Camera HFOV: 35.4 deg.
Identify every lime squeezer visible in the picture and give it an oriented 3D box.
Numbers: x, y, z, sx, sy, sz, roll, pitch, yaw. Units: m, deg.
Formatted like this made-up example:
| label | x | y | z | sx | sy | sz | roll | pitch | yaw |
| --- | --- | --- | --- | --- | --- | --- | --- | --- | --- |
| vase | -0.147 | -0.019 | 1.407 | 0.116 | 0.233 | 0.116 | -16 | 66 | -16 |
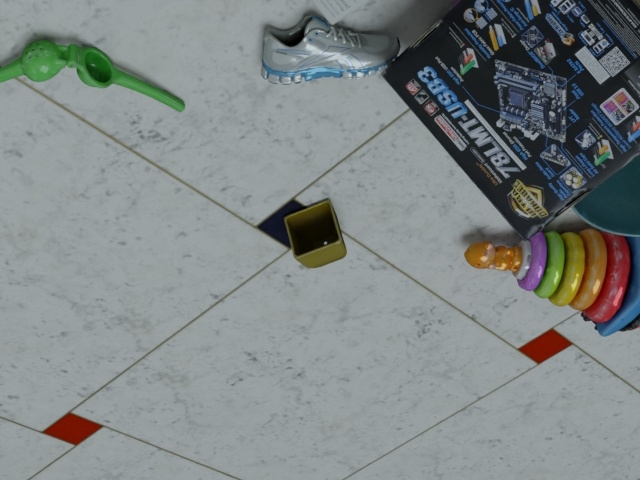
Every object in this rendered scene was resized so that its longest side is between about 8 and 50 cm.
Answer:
| label | x | y | z | sx | sy | sz | roll | pitch | yaw |
| --- | --- | --- | --- | --- | --- | --- | --- | --- | --- |
| lime squeezer | -0.325 | -0.210 | 1.313 | 0.310 | 0.059 | 0.110 | 1 | 136 | -16 |

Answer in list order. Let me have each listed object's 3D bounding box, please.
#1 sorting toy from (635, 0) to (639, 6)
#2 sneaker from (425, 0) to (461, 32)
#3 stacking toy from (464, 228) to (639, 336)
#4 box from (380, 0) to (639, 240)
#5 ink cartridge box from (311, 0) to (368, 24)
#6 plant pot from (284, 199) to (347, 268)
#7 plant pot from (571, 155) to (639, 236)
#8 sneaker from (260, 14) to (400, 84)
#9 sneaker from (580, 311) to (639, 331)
| label | x | y | z | sx | sy | sz | roll | pitch | yaw |
| --- | --- | --- | --- | --- | --- | --- | --- | --- | --- |
| sorting toy | 0.489 | -0.389 | 1.324 | 0.229 | 0.041 | 0.307 | -30 | 135 | 19 |
| sneaker | 0.265 | -0.276 | 1.362 | 0.236 | 0.095 | 0.104 | 12 | 125 | -24 |
| stacking toy | 0.390 | 0.043 | 1.710 | 0.302 | 0.165 | 0.175 | 9 | 148 | -7 |
| box | 0.280 | -0.200 | 1.266 | 0.293 | 0.073 | 0.295 | -41 | 91 | 23 |
| ink cartridge box | 0.066 | -0.383 | 1.202 | 0.231 | 0.078 | 0.134 | -31 | 135 | 18 |
| plant pot | 0.000 | 0.000 | 1.604 | 0.081 | 0.081 | 0.083 | -21 | 148 | 9 |
| plant pot | 0.483 | -0.168 | 1.433 | 0.290 | 0.195 | 0.290 | 0 | 144 | 0 |
| sneaker | 0.013 | -0.261 | 1.331 | 0.191 | 0.071 | 0.083 | -9 | 132 | -5 |
| sneaker | 0.591 | 0.084 | 1.812 | 0.097 | 0.135 | 0.276 | 52 | 143 | -1 |
